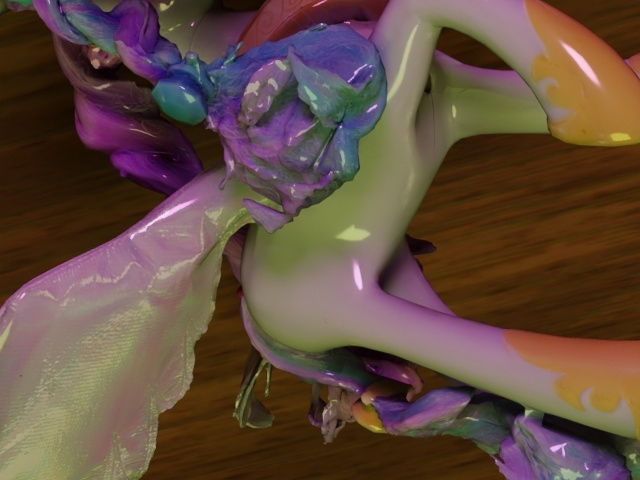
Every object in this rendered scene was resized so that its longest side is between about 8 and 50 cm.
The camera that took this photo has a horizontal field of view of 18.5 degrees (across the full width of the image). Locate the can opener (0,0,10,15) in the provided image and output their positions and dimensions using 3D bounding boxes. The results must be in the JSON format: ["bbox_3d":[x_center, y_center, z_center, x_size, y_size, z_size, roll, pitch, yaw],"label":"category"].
[{"bbox_3d":[-0.229,-0.103,0.906,0.186,0.059,0.073,-16,134,11],"label":"can opener"}]

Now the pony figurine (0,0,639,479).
[{"bbox_3d":[0.000,0.000,0.867,0.363,0.303,0.351,20,117,20],"label":"pony figurine"}]
